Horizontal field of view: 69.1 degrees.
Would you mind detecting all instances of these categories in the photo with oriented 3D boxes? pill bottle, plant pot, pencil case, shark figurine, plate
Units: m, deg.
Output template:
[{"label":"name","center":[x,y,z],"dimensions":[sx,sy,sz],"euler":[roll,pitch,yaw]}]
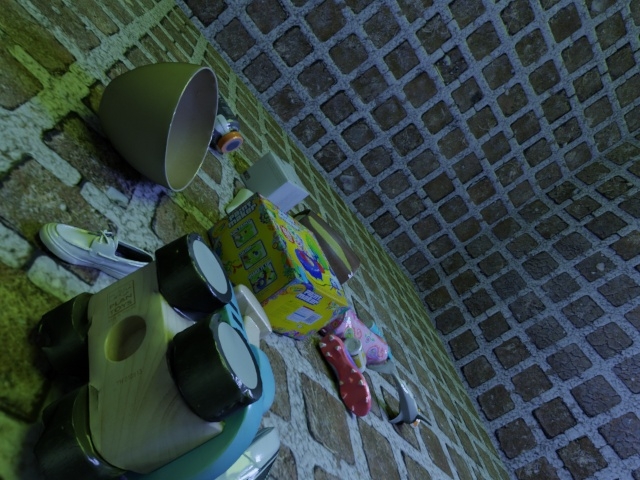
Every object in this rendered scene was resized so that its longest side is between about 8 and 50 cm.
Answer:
[{"label":"pill bottle","center":[0.106,0.359,1.433],"dimensions":[0.065,0.065,0.116],"euler":[-107,-179,-53]},{"label":"plant pot","center":[-0.373,-0.275,1.045],"dimensions":[0.191,0.284,0.284],"euler":[19,16,0]},{"label":"pencil case","center":[0.106,0.308,1.512],"dimensions":[0.284,0.124,0.124],"euler":[44,17,-35]},{"label":"plant pot","center":[-0.020,0.024,1.484],"dimensions":[0.230,0.215,0.215],"euler":[59,11,-18]},{"label":"shark figurine","center":[0.249,0.523,1.490],"dimensions":[0.166,0.116,0.278],"euler":[26,-37,62]},{"label":"pill bottle","center":[-0.370,-0.429,1.641],"dimensions":[0.245,0.130,0.130],"euler":[57,13,12]},{"label":"plate","center":[-0.182,-0.043,1.529],"dimensions":[0.278,0.045,0.277],"euler":[51,14,-15]}]

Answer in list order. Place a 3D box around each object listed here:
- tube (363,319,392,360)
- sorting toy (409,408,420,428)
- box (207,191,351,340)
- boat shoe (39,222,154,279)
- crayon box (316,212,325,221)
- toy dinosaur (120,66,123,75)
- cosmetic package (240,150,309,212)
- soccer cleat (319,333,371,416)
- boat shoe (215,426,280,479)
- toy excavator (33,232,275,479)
[{"label":"tube","center":[0.240,0.406,1.895],"dimensions":[0.207,0.052,0.080],"euler":[53,23,-31]},{"label":"sorting toy","center":[0.315,0.614,1.659],"dimensions":[0.075,0.044,0.083],"euler":[34,16,-5]},{"label":"box","center":[-0.105,0.077,1.211],"dimensions":[0.290,0.177,0.279],"euler":[36,22,-55]},{"label":"boat shoe","center":[-0.350,0.013,0.749],"dimensions":[0.184,0.063,0.066],"euler":[42,18,-45]},{"label":"crayon box","center":[0.000,0.000,1.978],"dimensions":[0.202,0.081,0.318],"euler":[54,14,-3]},{"label":"toy dinosaur","center":[-0.487,-0.354,1.241],"dimensions":[0.211,0.064,0.112],"euler":[59,-8,-25]},{"label":"cosmetic package","center":[-0.169,-0.208,1.746],"dimensions":[0.151,0.151,0.184],"euler":[58,14,20]},{"label":"soccer cleat","center":[0.077,0.377,1.319],"dimensions":[0.248,0.083,0.095],"euler":[58,9,27]},{"label":"boat shoe","center":[-0.140,0.354,0.573],"dimensions":[0.119,0.121,0.335],"euler":[63,25,4]},{"label":"toy excavator","center":[-0.176,0.179,0.729],"dimensions":[0.445,0.222,0.432],"euler":[59,2,-47]}]
